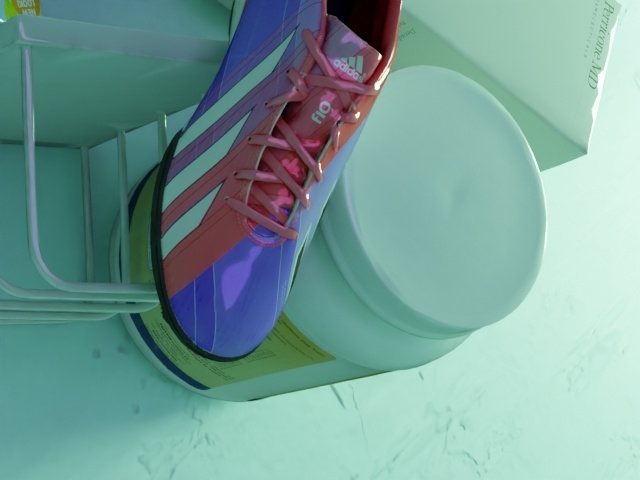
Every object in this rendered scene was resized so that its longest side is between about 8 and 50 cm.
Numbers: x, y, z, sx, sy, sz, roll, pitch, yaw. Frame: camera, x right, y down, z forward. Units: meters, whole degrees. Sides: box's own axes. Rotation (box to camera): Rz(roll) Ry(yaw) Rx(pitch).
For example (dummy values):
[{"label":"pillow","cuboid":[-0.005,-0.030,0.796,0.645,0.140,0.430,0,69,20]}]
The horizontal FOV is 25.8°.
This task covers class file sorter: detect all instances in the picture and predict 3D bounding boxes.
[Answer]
[{"label":"file sorter","cuboid":[-0.185,-0.034,1.001,0.193,0.278,0.173,2,81,-37]}]

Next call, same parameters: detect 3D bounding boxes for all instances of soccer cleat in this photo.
[{"label":"soccer cleat","cuboid":[-0.018,-0.078,0.886,0.109,0.116,0.318,29,67,-31]}]

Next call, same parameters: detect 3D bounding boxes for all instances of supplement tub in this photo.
[{"label":"supplement tub","cuboid":[0.000,0.000,1.102,0.228,0.316,0.228,11,72,-35]}]

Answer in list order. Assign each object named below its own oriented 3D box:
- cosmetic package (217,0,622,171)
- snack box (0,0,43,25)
[{"label":"cosmetic package","cuboid":[0.093,-0.226,1.303,0.365,0.155,0.197,32,58,-26]},{"label":"snack box","cuboid":[-0.310,-0.240,1.046,0.207,0.070,0.174,-1,77,-59]}]
